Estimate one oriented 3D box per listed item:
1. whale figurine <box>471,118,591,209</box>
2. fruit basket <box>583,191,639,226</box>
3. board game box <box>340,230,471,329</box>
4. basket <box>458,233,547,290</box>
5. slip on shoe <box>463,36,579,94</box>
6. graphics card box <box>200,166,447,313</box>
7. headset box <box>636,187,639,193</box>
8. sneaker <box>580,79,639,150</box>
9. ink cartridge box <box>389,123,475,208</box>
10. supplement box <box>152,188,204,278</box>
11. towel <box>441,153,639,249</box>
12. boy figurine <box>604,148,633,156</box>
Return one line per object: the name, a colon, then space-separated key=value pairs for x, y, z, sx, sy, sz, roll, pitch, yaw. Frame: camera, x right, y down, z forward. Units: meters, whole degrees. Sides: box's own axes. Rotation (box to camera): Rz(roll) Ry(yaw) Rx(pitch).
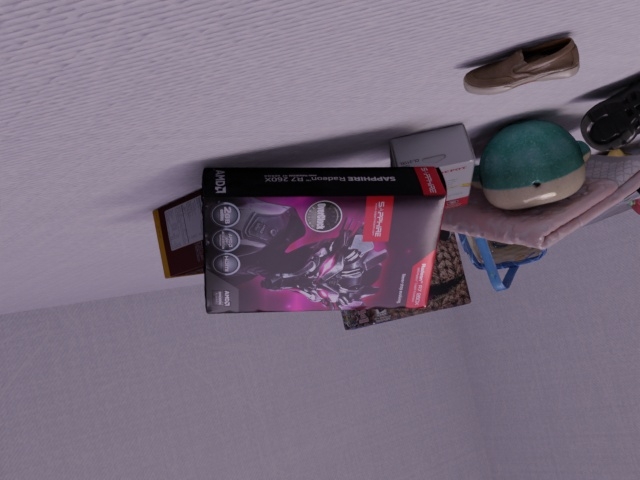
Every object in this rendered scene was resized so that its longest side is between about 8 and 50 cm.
whale figurine: x=0.363 y=-0.155 z=1.437 sx=0.216 sy=0.141 sz=0.272 roll=-13 pitch=-161 yaw=14
fruit basket: x=0.875 y=-0.150 z=2.054 sx=0.353 sy=0.165 sz=0.327 roll=-13 pitch=164 yaw=-19
board game box: x=0.147 y=0.016 z=1.665 sx=0.232 sy=0.291 sz=0.141 roll=-10 pitch=173 yaw=-23
basket: x=0.390 y=-0.050 z=1.806 sx=0.201 sy=0.254 sz=0.289 roll=-15 pitch=-167 yaw=34
slip on shoe: x=0.235 y=-0.207 z=0.960 sx=0.135 sy=0.051 sz=0.041 roll=-6 pitch=136 yaw=17
graphics card box: x=0.000 y=0.000 z=1.281 sx=0.371 sy=0.232 sz=0.094 roll=0 pitch=-143 yaw=-7
headset box: x=0.781 y=-0.172 z=1.550 sx=0.293 sy=0.110 sz=0.218 roll=-10 pitch=134 yaw=-21
sneaker: x=0.524 y=-0.225 z=1.239 sx=0.106 sy=0.101 sz=0.267 roll=-36 pitch=-171 yaw=-38
ink cartridge box: x=0.186 y=-0.114 z=1.370 sx=0.128 sy=0.072 sz=0.175 roll=-12 pitch=157 yaw=1
supplement box: x=-0.163 y=-0.020 z=1.474 sx=0.191 sy=0.129 sz=0.194 roll=-6 pitch=172 yaw=-45
towel: x=0.389 y=-0.087 z=1.524 sx=0.317 sy=0.053 sz=0.332 roll=-29 pitch=-158 yaw=-26
boy figurine: x=0.727 y=-0.173 z=2.055 sx=0.177 sy=0.092 sz=0.285 roll=-9 pitch=177 yaw=-2
